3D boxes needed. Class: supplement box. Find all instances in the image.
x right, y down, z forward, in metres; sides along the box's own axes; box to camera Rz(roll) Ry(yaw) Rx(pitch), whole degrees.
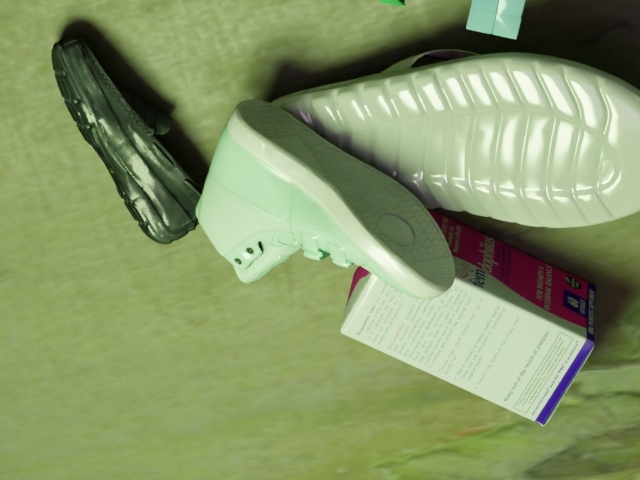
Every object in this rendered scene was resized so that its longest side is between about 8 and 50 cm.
[{"bbox_3d":[0.144,0.066,1.918,0.220,0.111,0.114,23,120,-6],"label":"supplement box"}]

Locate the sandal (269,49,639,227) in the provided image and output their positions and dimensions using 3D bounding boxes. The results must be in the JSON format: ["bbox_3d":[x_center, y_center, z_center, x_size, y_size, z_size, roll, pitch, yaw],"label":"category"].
[{"bbox_3d":[0.128,-0.108,1.827,0.416,0.102,0.169,2,123,24],"label":"sandal"}]

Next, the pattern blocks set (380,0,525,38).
[{"bbox_3d":[0.118,-0.328,1.646,0.285,0.026,0.325,21,123,-3],"label":"pattern blocks set"}]

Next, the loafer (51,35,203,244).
[{"bbox_3d":[-0.179,-0.102,1.899,0.078,0.076,0.223,-35,107,-14],"label":"loafer"}]

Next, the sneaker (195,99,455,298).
[{"bbox_3d":[0.000,0.000,1.833,0.256,0.094,0.151,38,126,13],"label":"sneaker"}]
